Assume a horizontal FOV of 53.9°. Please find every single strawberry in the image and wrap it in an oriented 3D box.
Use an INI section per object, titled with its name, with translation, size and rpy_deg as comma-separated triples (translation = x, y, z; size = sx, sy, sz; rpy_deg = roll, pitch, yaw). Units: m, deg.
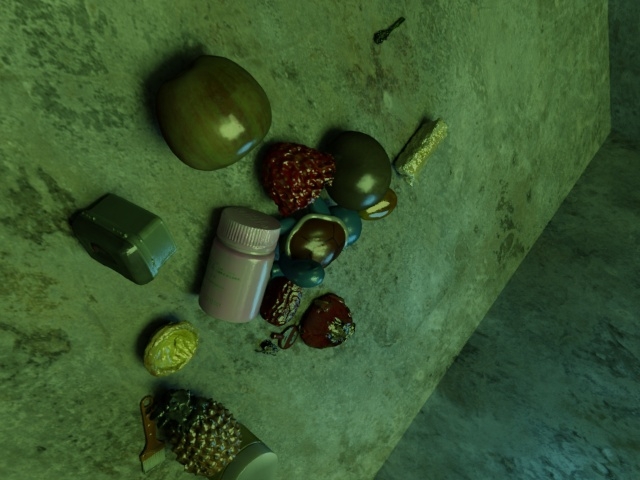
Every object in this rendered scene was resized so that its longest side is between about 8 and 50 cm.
[strawberry]
translation = -0.089, -0.194, 1.789
size = 0.178, 0.234, 0.234
rpy_deg = 39, 82, -24

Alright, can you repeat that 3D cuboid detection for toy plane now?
[toy plane]
translation = -0.175, 0.375, 2.183
size = 0.121, 0.031, 0.049
rpy_deg = 21, 103, -53

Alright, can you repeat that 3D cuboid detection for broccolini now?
[broccolini]
translation = 0.211, -0.646, 1.925
size = 0.035, 0.030, 0.140
rpy_deg = 50, 65, -16

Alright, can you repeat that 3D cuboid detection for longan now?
[longan]
translation = 0.108, -0.216, 1.942
size = 0.248, 0.248, 0.248
rpy_deg = -31, 136, -35

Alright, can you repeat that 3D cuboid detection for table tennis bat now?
[table tennis bat]
translation = -0.126, 0.342, 2.233
size = 0.155, 0.019, 0.098
rpy_deg = 20, 98, -57

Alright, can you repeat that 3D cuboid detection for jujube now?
[jujube]
translation = -0.123, 0.191, 2.045
size = 0.176, 0.109, 0.112
rpy_deg = -61, 150, -4

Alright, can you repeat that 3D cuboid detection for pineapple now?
[pineapple]
translation = -0.393, 0.550, 1.911
size = 0.223, 0.223, 0.357
rpy_deg = -44, 133, -21

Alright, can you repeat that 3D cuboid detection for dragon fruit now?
[dragon fruit]
translation = 0.048, 0.317, 2.310
size = 0.218, 0.148, 0.223
rpy_deg = -54, 146, -13

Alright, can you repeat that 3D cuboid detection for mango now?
[mango]
translation = 0.200, -0.125, 2.235
size = 0.163, 0.089, 0.111
rpy_deg = -38, 129, -13

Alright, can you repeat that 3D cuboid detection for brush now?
[brush]
translation = -0.520, 0.591, 1.929
size = 0.090, 0.017, 0.314
rpy_deg = -28, 134, -40

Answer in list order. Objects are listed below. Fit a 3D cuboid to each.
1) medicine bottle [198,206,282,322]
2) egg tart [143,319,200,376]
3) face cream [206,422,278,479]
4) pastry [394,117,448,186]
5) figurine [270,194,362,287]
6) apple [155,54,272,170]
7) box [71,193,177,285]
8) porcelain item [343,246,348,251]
[medicine bottle]
translation = -0.227, 0.067, 1.767
size = 0.178, 0.178, 0.290
rpy_deg = -5, 117, -49
[egg tart]
translation = -0.428, 0.297, 1.775
size = 0.191, 0.074, 0.191
rpy_deg = -32, 138, -34
[face cream]
translation = -0.287, 0.782, 2.209
size = 0.218, 0.179, 0.218
rpy_deg = -31, 136, -35
[pastry]
translation = 0.365, -0.331, 2.283
size = 0.258, 0.089, 0.121
rpy_deg = -58, 150, -4
[figurine]
translation = -0.039, -0.002, 1.952
size = 0.416, 0.243, 0.297
rpy_deg = -48, 139, -52
[apple]
translation = -0.248, -0.290, 1.436
size = 0.257, 0.257, 0.234
rpy_deg = -47, 113, -17
[box]
translation = -0.442, -0.006, 1.423
size = 0.129, 0.210, 0.148
rpy_deg = -48, 145, -27
[porcelain item]
translation = 0.099, 0.001, 2.251
size = 0.083, 0.028, 0.036
rpy_deg = -54, 162, -10
